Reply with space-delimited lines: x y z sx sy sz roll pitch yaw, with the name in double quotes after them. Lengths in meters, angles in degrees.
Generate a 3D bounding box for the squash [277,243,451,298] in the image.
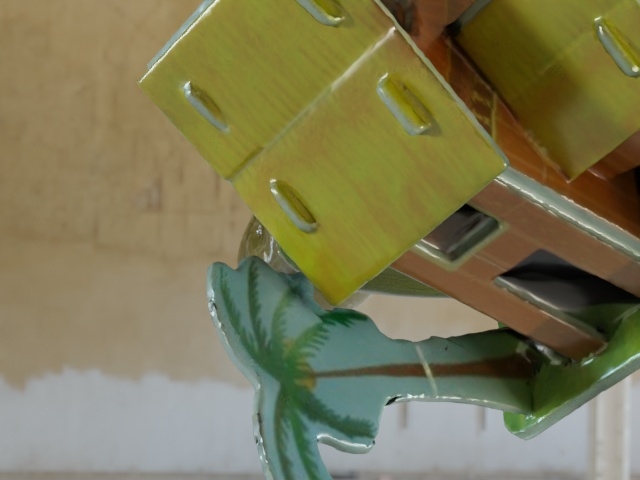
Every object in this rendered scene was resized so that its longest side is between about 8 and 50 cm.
0.091 0.011 1.249 0.258 0.069 0.069 4 -2 -13 "squash"

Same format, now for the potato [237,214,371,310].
0.000 0.000 1.900 0.235 0.160 0.178 -24 16 44 "potato"

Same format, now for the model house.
0.087 -0.037 0.907 0.323 0.340 0.300 27 -46 -24 "model house"
